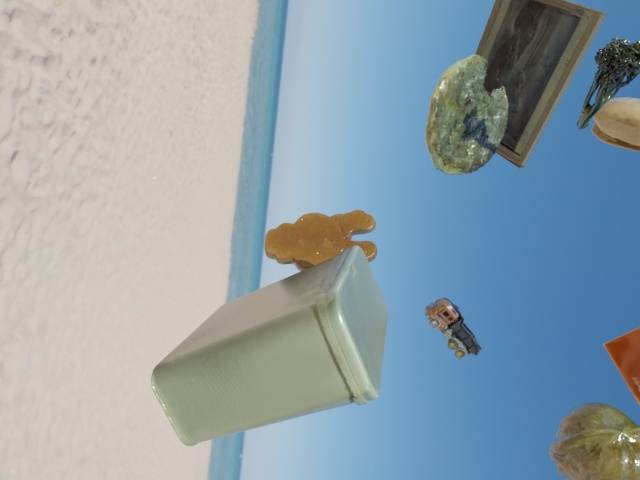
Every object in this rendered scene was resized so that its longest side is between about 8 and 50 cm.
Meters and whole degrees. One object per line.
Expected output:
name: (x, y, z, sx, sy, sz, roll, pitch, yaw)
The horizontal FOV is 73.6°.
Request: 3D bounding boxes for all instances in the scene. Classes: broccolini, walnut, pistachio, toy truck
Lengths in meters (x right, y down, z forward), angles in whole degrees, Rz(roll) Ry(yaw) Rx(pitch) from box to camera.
broccolini: (0.494, -0.267, 0.743, 0.074, 0.058, 0.201, 52, 0, 20)
walnut: (0.788, 0.591, 1.206, 0.283, 0.282, 0.228, 103, -13, -46)
pistachio: (1.151, -0.420, 1.543, 0.299, 0.187, 0.188, 34, -54, 38)
toy truck: (0.396, 0.260, 1.269, 0.092, 0.192, 0.083, -39, -172, 14)

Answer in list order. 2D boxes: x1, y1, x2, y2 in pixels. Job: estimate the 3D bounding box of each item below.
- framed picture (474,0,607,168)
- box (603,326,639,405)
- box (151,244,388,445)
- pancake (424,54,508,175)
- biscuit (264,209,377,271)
framed picture: (0.580, -0.490, 1.284, 0.326, 0.028, 0.446, 49, -39, 37)
box: (1.101, 0.351, 1.302, 0.341, 0.143, 0.225, -48, -138, 39)
box: (-0.065, 0.181, 0.790, 0.178, 0.343, 0.352, 64, 15, -7)
pancake: (0.306, -0.254, 0.899, 0.037, 0.253, 0.254, 27, -66, 52)
biscuit: (0.000, 0.002, 1.122, 0.044, 0.294, 0.186, 80, 11, -53)
